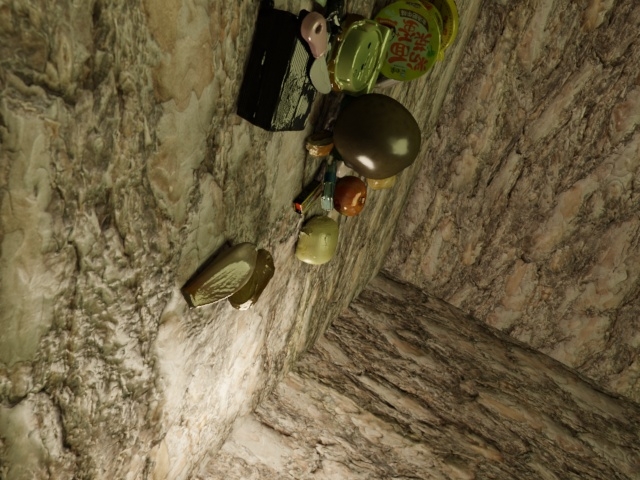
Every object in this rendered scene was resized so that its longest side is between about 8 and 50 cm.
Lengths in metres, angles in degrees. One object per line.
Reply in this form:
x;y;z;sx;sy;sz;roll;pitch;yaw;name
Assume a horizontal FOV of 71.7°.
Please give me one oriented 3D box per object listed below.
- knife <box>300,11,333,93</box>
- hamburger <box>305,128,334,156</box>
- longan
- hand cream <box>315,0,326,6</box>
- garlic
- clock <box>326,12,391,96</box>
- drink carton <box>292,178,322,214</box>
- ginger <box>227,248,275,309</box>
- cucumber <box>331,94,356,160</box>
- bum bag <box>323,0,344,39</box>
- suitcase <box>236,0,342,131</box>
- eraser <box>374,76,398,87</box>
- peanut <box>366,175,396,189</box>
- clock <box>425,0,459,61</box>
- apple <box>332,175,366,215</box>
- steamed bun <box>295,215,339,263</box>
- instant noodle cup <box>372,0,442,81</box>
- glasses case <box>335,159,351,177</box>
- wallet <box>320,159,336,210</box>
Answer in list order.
-0.002;-0.499;1.251;0.081;0.043;0.336;-51;163;-8;knife
0.004;-0.383;1.818;0.176;0.087;0.102;-44;153;-47;hamburger
0.221;-0.410;1.776;0.361;0.361;0.360;-51;158;-29;longan
-0.035;-0.738;1.214;0.306;0.093;0.146;-35;142;-56;hand cream
-0.351;0.126;1.576;0.318;0.112;0.143;-43;132;-29;garlic
0.131;-0.690;1.668;0.348;0.117;0.285;-26;140;-59;clock
-0.055;-0.194;1.979;0.165;0.056;0.071;-51;154;-29;drink carton
-0.273;0.163;1.809;0.275;0.130;0.221;-59;171;11;ginger
0.139;-0.500;1.947;0.105;0.145;0.325;-50;155;-50;cucumber
0.008;-0.642;1.435;0.142;0.080;0.326;-108;-140;-68;bum bag
-0.096;-0.494;1.300;0.230;0.152;0.334;-26;140;-59;suitcase
0.342;-0.754;2.068;0.243;0.205;0.059;-62;131;-71;eraser
0.333;-0.396;2.539;0.192;0.170;0.387;-57;158;1;peanut
0.466;-0.949;1.933;0.071;0.277;0.293;-36;145;-27;clock
0.150;-0.228;2.295;0.209;0.164;0.209;-49;155;-33;apple
0.000;0.000;2.221;0.273;0.166;0.231;-23;139;-62;steamed bun
0.369;-0.852;1.834;0.311;0.312;0.221;99;17;-44;instant noodle cup
0.156;-0.416;2.182;0.297;0.075;0.113;-48;155;-37;glasses case
0.042;-0.251;2.013;0.141;0.059;0.202;77;19;-68;wallet
